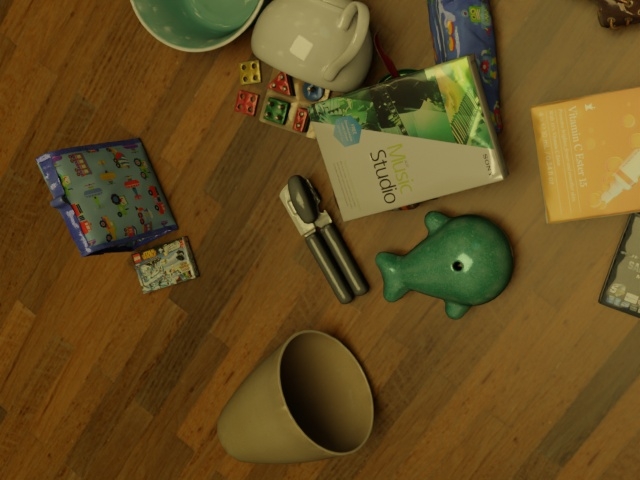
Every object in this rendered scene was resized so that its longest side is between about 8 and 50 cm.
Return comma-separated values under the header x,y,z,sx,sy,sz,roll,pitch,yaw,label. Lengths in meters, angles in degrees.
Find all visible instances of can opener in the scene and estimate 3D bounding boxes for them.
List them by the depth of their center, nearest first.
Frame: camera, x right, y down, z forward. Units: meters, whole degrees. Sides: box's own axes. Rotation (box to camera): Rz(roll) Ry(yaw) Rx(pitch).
x,y,z,sx,sy,sz,roll,pitch,yaw,label
0.000,0.000,1.979,0.074,0.093,0.280,-30,90,20,can opener

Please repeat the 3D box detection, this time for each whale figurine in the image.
x,y,z,sx,sy,sz,roll,pitch,yaw,label
0.230,0.051,1.868,0.272,0.141,0.216,-11,92,21,whale figurine

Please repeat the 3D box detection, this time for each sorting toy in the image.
x,y,z,sx,sy,sz,roll,pitch,yaw,label
-0.063,-0.291,1.988,0.274,0.046,0.132,21,102,17,sorting toy

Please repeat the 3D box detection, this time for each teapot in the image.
x,y,z,sx,sy,sz,roll,pitch,yaw,label
0.001,-0.402,1.844,0.256,0.252,0.187,29,108,16,teapot

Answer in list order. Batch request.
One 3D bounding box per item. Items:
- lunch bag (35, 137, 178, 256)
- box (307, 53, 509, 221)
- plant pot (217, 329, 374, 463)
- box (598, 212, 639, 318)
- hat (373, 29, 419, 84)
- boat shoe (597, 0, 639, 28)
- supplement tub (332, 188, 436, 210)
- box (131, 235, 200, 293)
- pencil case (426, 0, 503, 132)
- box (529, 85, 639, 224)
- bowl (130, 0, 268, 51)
x,y,z,sx,sy,sz,roll,pitch,yaw,label
-0.455,-0.086,2.022,0.138,0.293,0.221,-25,87,20,lunch bag
0.157,-0.183,1.784,0.322,0.058,0.232,-15,99,22,box
-0.077,0.351,1.978,0.274,0.256,0.256,-33,84,37,plant pot
0.645,0.067,1.762,0.233,0.059,0.183,21,101,16,box
0.138,-0.251,1.844,0.173,0.183,0.208,-43,81,17,hat
0.534,-0.433,1.727,0.342,0.123,0.123,31,123,12,boat shoe
0.130,-0.109,1.907,0.198,0.106,0.106,-3,95,20,supplement tub
-0.340,0.054,2.138,0.137,0.027,0.094,-17,91,21,box
0.267,-0.332,1.819,0.119,0.133,0.306,-3,94,43,pencil case
0.563,-0.161,1.708,0.345,0.168,0.215,-9,93,20,box
-0.215,-0.530,1.955,0.312,0.163,0.311,3,98,20,bowl
